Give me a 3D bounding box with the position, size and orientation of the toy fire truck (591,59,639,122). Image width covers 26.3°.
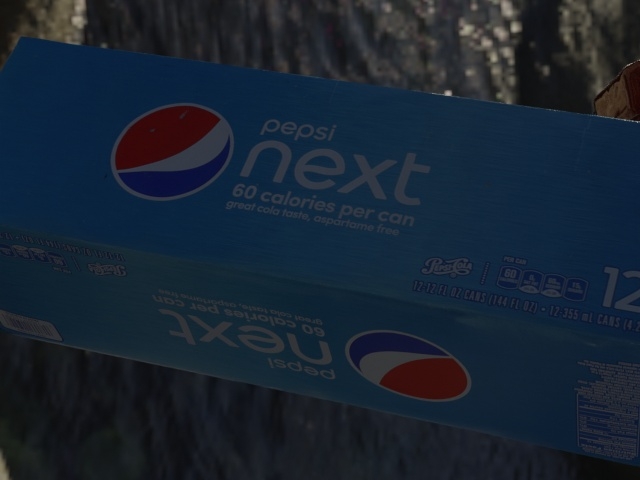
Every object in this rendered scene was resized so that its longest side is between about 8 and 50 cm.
[{"bbox_3d":[0.345,-0.111,1.047,0.302,0.254,0.169,-6,80,-30],"label":"toy fire truck"}]

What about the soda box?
[{"bbox_3d":[0.000,0.000,0.395,0.067,0.210,0.071,76,29,-53],"label":"soda box"}]
